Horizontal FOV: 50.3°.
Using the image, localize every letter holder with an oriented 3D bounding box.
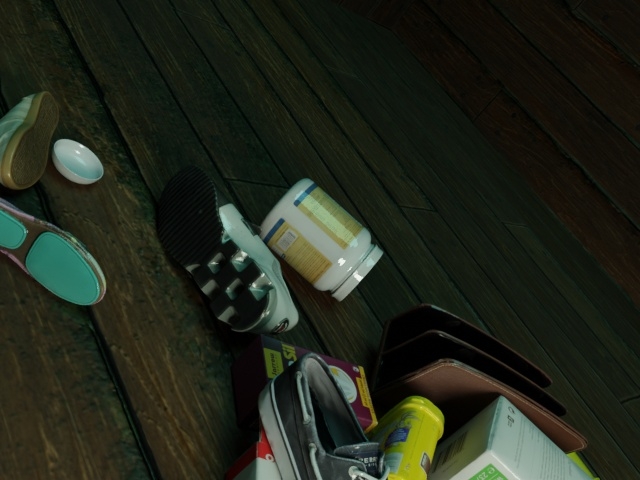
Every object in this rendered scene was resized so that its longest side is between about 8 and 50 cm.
[{"bbox_3d":[0.270,0.232,1.127,0.302,0.214,0.152,32,51,-17],"label":"letter holder"}]

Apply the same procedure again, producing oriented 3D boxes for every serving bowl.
[{"bbox_3d":[-0.378,-0.116,1.048,0.083,0.027,0.083,38,25,-22],"label":"serving bowl"}]

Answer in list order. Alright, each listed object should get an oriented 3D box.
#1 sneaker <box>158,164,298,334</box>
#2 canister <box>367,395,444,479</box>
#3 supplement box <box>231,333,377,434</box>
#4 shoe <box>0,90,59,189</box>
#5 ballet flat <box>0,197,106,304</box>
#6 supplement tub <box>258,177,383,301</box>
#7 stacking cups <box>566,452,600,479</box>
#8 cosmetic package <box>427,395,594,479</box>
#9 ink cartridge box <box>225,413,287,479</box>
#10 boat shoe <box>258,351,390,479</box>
[{"bbox_3d":[-0.145,0.023,1.079,0.330,0.122,0.146,57,13,30],"label":"sneaker"},{"bbox_3d":[0.102,0.310,0.942,0.073,0.126,0.170,41,30,0],"label":"canister"},{"bbox_3d":[-0.023,0.217,0.962,0.188,0.081,0.104,23,33,-30],"label":"supplement box"},{"bbox_3d":[-0.437,-0.144,0.995,0.058,0.076,0.219,-8,40,2],"label":"shoe"},{"bbox_3d":[-0.364,0.000,0.867,0.221,0.077,0.079,34,9,-13],"label":"ballet flat"},{"bbox_3d":[0.000,0.000,1.238,0.199,0.144,0.144,42,27,1],"label":"supplement tub"},{"bbox_3d":[0.390,0.348,1.307,0.096,0.096,0.316,10,36,-45],"label":"stacking cups"},{"bbox_3d":[0.320,0.429,0.971,0.365,0.197,0.155,42,27,5],"label":"cosmetic package"},{"bbox_3d":[-0.039,0.327,0.785,0.134,0.078,0.231,30,29,-22],"label":"ink cartridge box"},{"bbox_3d":[0.029,0.264,0.764,0.108,0.102,0.301,14,38,-43],"label":"boat shoe"}]
